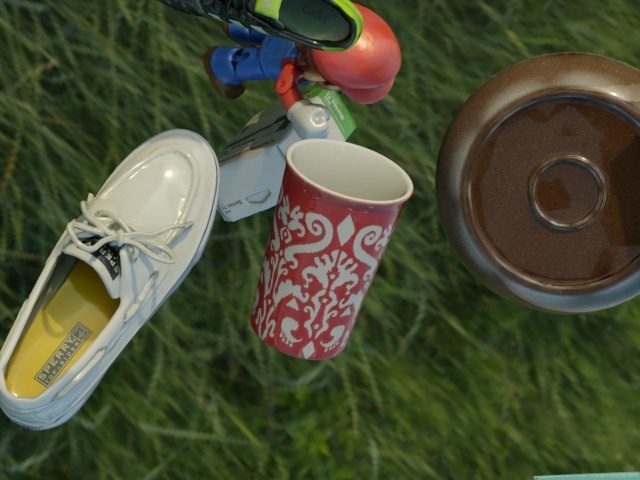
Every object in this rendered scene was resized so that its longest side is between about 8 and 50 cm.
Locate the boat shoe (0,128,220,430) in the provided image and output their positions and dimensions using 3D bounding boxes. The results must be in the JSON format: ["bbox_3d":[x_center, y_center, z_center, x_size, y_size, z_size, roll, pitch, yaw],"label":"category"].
[{"bbox_3d":[-0.224,0.021,1.465,0.367,0.135,0.156,-55,174,-16],"label":"boat shoe"}]

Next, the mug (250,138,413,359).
[{"bbox_3d":[0.008,0.004,1.255,0.150,0.113,0.169,-53,162,-62],"label":"mug"}]

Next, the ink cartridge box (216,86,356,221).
[{"bbox_3d":[-0.061,-0.129,2.058,0.087,0.153,0.208,59,34,-18],"label":"ink cartridge box"}]

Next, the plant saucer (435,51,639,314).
[{"bbox_3d":[0.284,-0.059,1.624,0.311,0.310,0.050,-59,177,17],"label":"plant saucer"}]

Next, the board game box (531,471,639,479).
[{"bbox_3d":[0.277,0.294,0.847,0.253,0.336,0.079,-1,136,-9],"label":"board game box"}]

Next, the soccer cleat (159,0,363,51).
[{"bbox_3d":[-0.052,-0.182,1.031,0.072,0.178,0.060,-109,-144,-77],"label":"soccer cleat"}]

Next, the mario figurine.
[{"bbox_3d":[-0.008,-0.237,1.944,0.170,0.320,0.198,-8,103,-42],"label":"mario figurine"}]
